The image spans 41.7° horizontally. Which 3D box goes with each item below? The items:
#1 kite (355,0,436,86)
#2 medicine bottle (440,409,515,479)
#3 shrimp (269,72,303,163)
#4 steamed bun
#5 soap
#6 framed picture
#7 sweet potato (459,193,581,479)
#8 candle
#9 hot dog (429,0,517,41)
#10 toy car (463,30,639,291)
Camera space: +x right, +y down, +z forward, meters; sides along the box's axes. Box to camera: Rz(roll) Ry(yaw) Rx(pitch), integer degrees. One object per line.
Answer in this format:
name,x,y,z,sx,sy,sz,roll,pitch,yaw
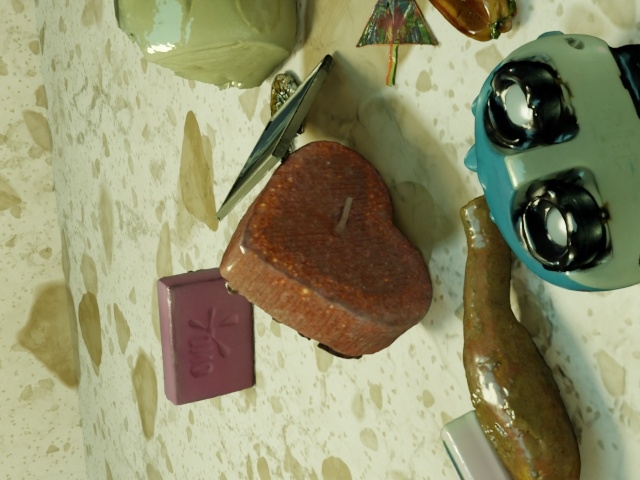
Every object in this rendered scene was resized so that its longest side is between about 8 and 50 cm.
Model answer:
kite,0.100,-0.294,1.173,0.190,0.010,0.159,18,114,58
medicine bottle,0.228,0.319,1.035,0.219,0.078,0.115,65,-172,25
shrimp,-0.059,-0.205,1.442,0.091,0.034,0.161,11,107,57
steamed bun,-0.194,-0.401,1.390,0.273,0.272,0.290,-20,84,59
soap,-0.230,0.191,1.699,0.081,0.181,0.259,24,118,58
framed picture,-0.067,-0.157,1.291,0.189,0.023,0.260,-40,19,46
sweet potato,0.220,0.135,1.005,0.109,0.109,0.385,-38,62,56
candle,0.000,0.000,1.167,0.131,0.287,0.317,-51,52,46
hot dog,0.167,-0.304,1.012,0.188,0.055,0.072,58,140,34
toy car,0.242,-0.070,0.827,0.190,0.188,0.255,-37,69,66
